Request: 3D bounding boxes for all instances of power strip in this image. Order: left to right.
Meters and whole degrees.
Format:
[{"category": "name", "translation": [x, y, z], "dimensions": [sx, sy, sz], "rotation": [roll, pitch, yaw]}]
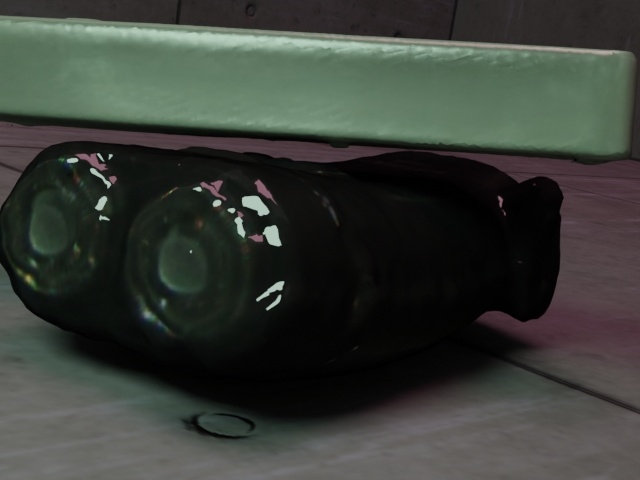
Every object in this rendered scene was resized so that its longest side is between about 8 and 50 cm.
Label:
[{"category": "power strip", "translation": [-0.028, -0.083, 0.580], "dimensions": [0.385, 0.062, 0.091], "rotation": [5, 4, 9]}]

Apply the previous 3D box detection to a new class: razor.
[{"category": "razor", "translation": [0.000, 0.004, 0.580], "dimensions": [0.189, 0.107, 0.327], "rotation": [14, 11, 34]}]
